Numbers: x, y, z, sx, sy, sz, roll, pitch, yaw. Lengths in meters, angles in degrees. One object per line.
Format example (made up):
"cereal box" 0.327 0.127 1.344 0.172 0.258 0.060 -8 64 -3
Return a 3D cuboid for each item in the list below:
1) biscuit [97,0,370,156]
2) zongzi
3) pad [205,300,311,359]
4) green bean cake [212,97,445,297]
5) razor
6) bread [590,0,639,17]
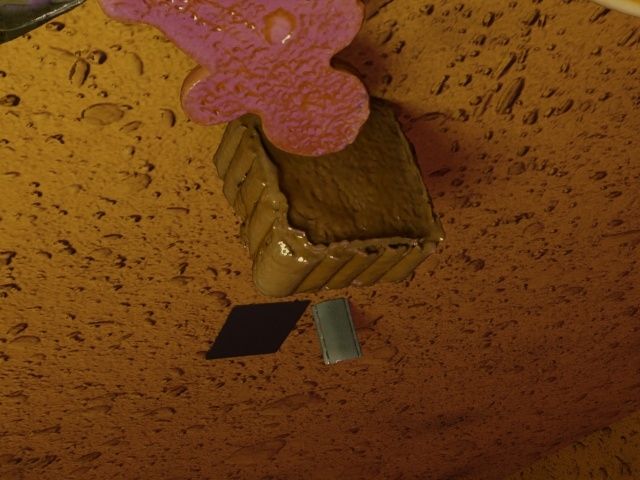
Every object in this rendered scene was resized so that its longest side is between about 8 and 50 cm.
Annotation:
"biscuit" -0.061 -0.193 0.912 0.205 0.049 0.324 -34 132 17
"zongzi" -0.256 -0.207 0.854 0.104 0.052 0.113 -14 167 -17
"pad" -0.112 0.158 1.655 0.143 0.003 0.211 -2 150 -24
"green bean cake" 0.007 -0.054 1.086 0.230 0.224 0.131 -3 150 -30
"razor" 0.024 0.184 1.711 0.068 0.106 0.232 -12 164 -6
"bread" 0.243 -0.320 0.602 0.245 0.329 0.424 -39 153 -5
